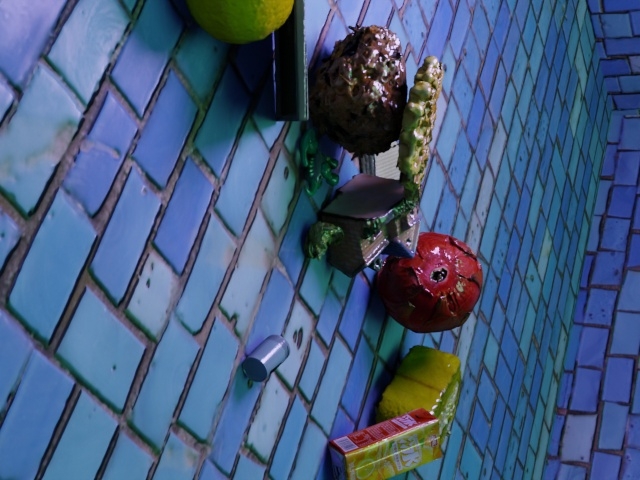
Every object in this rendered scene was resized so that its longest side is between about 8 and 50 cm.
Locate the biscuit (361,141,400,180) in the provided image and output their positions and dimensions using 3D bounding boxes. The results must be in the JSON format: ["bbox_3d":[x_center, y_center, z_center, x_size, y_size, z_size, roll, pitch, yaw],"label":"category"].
[{"bbox_3d":[0.135,-0.126,2.221,0.147,0.046,0.250,-29,118,-58],"label":"biscuit"}]

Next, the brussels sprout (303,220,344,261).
[{"bbox_3d":[0.000,0.000,1.959,0.085,0.058,0.085,-37,142,-36],"label":"brussels sprout"}]

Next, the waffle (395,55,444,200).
[{"bbox_3d":[0.183,-0.202,1.917,0.291,0.051,0.291,13,90,-80],"label":"waffle"}]

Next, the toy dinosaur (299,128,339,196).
[{"bbox_3d":[-0.013,-0.139,1.932,0.096,0.059,0.132,40,48,-47],"label":"toy dinosaur"}]

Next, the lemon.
[{"bbox_3d":[-0.124,-0.393,1.554,0.180,0.180,0.193,-48,162,-51],"label":"lemon"}]

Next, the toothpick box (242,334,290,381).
[{"bbox_3d":[-0.094,0.205,1.794,0.083,0.052,0.052,-41,128,-53],"label":"toothpick box"}]

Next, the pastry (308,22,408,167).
[{"bbox_3d":[0.070,-0.285,1.961,0.275,0.193,0.275,-7,90,-84],"label":"pastry"}]

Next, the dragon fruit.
[{"bbox_3d":[0.238,0.090,2.239,0.241,0.252,0.241,4,81,-27],"label":"dragon fruit"}]

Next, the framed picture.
[{"bbox_3d":[-0.053,-0.364,1.708,0.247,0.022,0.335,-151,-120,-78],"label":"framed picture"}]

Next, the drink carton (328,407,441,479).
[{"bbox_3d":[0.134,0.427,2.103,0.223,0.071,0.096,-16,111,-23],"label":"drink carton"}]

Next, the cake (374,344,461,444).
[{"bbox_3d":[0.224,0.369,2.318,0.260,0.156,0.179,-49,150,-44],"label":"cake"}]

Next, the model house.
[{"bbox_3d":[0.104,-0.015,2.057,0.183,0.166,0.172,-38,129,-42],"label":"model house"}]
